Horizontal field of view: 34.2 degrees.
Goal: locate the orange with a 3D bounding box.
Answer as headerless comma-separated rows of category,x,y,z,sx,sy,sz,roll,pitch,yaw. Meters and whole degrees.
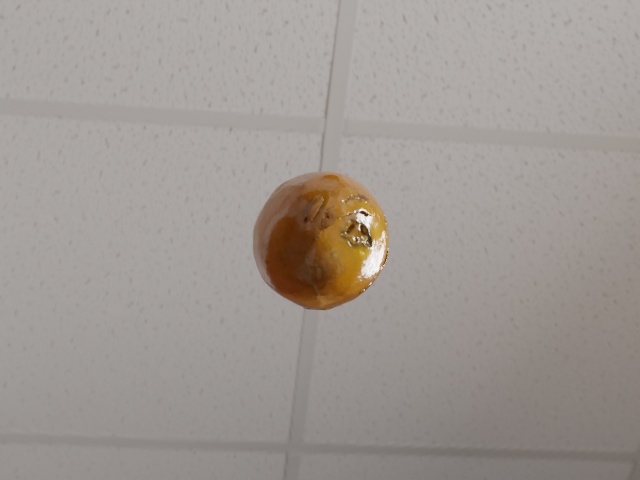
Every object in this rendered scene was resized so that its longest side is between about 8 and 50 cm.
orange,0.000,-0.001,0.611,0.083,0.083,0.083,-2,-56,-3
